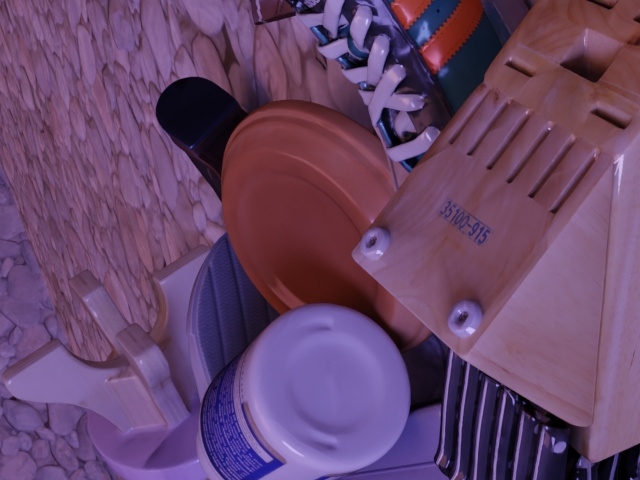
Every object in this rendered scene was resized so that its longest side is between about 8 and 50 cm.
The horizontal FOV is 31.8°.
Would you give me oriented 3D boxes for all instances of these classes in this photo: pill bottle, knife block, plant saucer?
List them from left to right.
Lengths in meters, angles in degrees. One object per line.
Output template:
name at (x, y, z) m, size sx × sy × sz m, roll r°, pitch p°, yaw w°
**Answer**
pill bottle at (-0.024, 0.123, 0.785) m, size 0.112 × 0.112 × 0.186 m, roll 67°, pitch 152°, yaw 13°
plant saucer at (0.000, 0.000, 0.775) m, size 0.200 × 0.037 × 0.200 m, roll 29°, pitch 139°, yaw 30°
knife block at (0.146, 0.019, 0.498) m, size 0.275 × 0.242 × 0.088 m, roll -54°, pitch 40°, yaw 6°

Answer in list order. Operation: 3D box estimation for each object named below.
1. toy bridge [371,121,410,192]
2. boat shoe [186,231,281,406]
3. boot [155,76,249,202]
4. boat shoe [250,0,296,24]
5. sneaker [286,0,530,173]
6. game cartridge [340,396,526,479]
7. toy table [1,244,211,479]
toy bridge at (0.077, 0.002, 0.651) m, size 0.026 × 0.063 × 0.188 m, roll -32°, pitch 72°, yaw 24°
boat shoe at (-0.064, 0.134, 0.943) m, size 0.094 × 0.109 × 0.302 m, roll 119°, pitch 152°, yaw -55°
boot at (-0.043, -0.043, 0.933) m, size 0.219 × 0.082 × 0.106 m, roll 48°, pitch 176°, yaw 27°
boat shoe at (-0.071, -0.288, 0.668) m, size 0.122 × 0.120 × 0.324 m, roll -93°, pitch -9°, yaw -83°
sneaker at (0.029, -0.127, 0.585) m, size 0.108 × 0.121 × 0.302 m, roll -13°, pitch 94°, yaw 69°
game cartridge at (0.091, 0.230, 0.806) m, size 0.230 × 0.068 × 0.355 m, roll 66°, pitch 158°, yaw 5°
toy table at (-0.192, 0.134, 1.199) m, size 0.274 × 0.252 × 0.161 m, roll 14°, pitch 136°, yaw 52°
